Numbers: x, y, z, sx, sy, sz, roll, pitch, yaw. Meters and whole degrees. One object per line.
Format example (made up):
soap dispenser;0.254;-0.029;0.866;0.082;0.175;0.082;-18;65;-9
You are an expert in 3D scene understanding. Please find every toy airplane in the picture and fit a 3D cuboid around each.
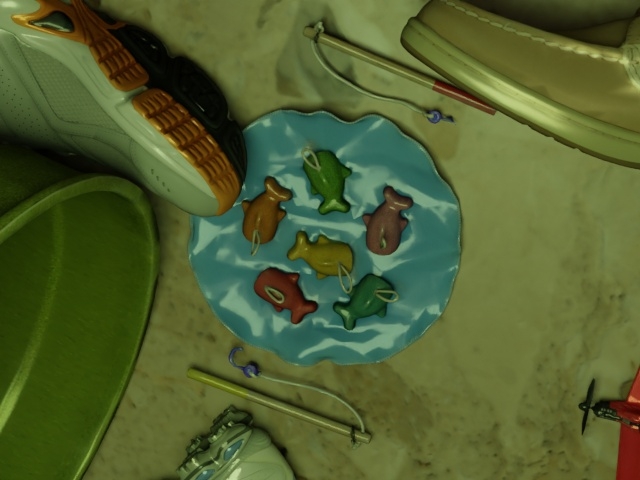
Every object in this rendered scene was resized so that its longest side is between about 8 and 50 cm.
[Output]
toy airplane;0.243;0.127;1.047;0.151;0.028;0.151;2;104;10

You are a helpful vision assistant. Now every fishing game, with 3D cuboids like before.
fishing game;0.000;0.000;1.052;0.189;0.041;0.264;24;107;1

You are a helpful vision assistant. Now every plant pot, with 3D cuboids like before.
plant pot;-0.348;0.051;0.992;0.353;0.366;0.366;27;108;14

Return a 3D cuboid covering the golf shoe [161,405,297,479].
golf shoe;-0.092;0.200;1.110;0.176;0.069;0.086;-41;101;18

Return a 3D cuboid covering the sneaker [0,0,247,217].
sneaker;-0.166;-0.090;1.036;0.262;0.099;0.121;41;117;8

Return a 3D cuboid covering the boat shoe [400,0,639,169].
boat shoe;0.218;-0.096;0.952;0.341;0.121;0.110;18;103;-5
